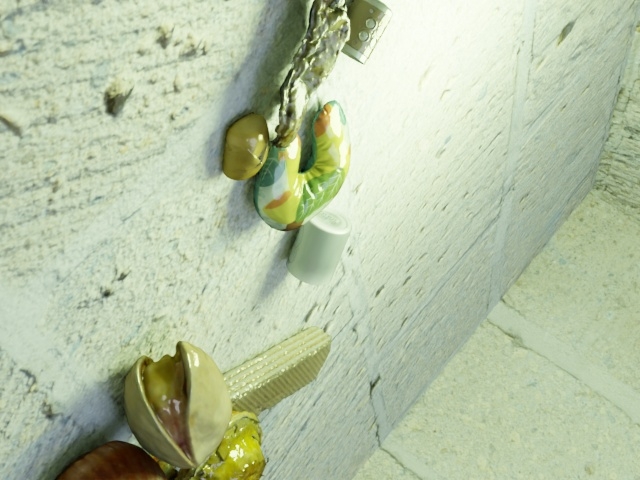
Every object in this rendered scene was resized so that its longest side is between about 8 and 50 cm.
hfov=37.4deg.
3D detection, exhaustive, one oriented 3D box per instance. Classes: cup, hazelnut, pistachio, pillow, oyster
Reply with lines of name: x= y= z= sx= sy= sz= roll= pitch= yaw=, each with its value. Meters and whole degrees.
cup: x=0.055 y=-0.356 z=1.548 sx=0.099 sy=0.102 sz=0.074 roll=-58 pitch=-165 yaw=6
hazelnut: x=-0.363 y=0.454 z=1.653 sx=0.214 sy=0.214 sz=0.176 roll=-34 pitch=123 yaw=-40
cup: x=-0.009 y=0.000 z=1.888 sx=0.099 sy=0.136 sz=0.133 roll=5 pitch=123 yaw=-25
pistachio: x=-0.254 y=0.299 z=1.682 sx=0.187 sy=0.187 sz=0.299 roll=-45 pitch=154 yaw=-22
pillow: x=-0.032 y=-0.126 z=1.674 sx=0.233 sy=0.086 sz=0.214 roll=-35 pitch=140 yaw=-34
oyster: x=-0.010 y=-0.289 z=1.449 sx=0.129 sy=0.078 sz=0.345 roll=-53 pitch=166 yaw=-59

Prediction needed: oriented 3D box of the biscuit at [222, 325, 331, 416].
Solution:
biscuit: x=-0.133 y=0.317 z=2.075 sx=0.426 sy=0.078 sz=0.144 roll=-22 pitch=142 yaw=-50

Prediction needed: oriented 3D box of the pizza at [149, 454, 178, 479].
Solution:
pizza: x=-0.386 y=0.563 z=1.914 sx=0.268 sy=0.087 sz=0.258 roll=-44 pitch=157 yaw=-21

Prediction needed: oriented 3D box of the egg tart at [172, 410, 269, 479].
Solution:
egg tart: x=-0.198 y=0.478 z=1.908 sx=0.295 sy=0.116 sz=0.295 roll=-48 pitch=161 yaw=-22

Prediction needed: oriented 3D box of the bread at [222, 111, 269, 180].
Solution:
bread: x=-0.113 y=-0.144 z=1.505 sx=0.082 sy=0.056 sz=0.115 roll=-34 pitch=149 yaw=-39
